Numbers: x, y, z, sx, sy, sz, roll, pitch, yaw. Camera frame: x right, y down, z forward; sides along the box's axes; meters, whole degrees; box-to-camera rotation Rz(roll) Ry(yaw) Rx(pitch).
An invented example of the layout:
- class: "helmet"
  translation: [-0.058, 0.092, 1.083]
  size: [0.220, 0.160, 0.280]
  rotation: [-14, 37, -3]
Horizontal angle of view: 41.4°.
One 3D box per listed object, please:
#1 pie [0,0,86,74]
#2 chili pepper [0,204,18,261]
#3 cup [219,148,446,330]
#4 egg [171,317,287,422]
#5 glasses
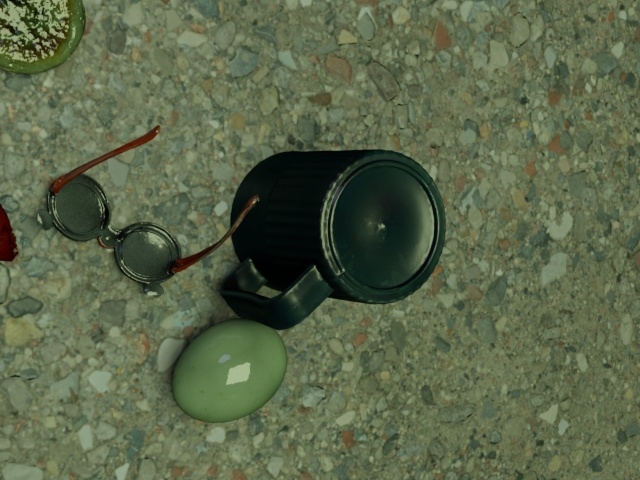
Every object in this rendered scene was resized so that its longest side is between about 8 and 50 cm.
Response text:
- class: "pie"
  translation: [-0.426, -0.329, 1.204]
  size: [0.186, 0.041, 0.187]
  rotation: [-2, 94, -28]
- class: "chili pepper"
  translation: [-0.539, -0.094, 1.107]
  size: [0.387, 0.110, 0.110]
  rotation: [44, 72, -38]
- class: "cup"
  translation: [0.000, -0.019, 1.315]
  size: [0.307, 0.292, 0.242]
  rotation: [-13, 99, -29]
- class: "egg"
  translation: [-0.142, 0.204, 1.329]
  size: [0.192, 0.149, 0.149]
  rotation: [-32, 108, -17]
- class: "glasses"
  translation: [-0.247, -0.037, 1.199]
  size: [0.234, 0.268, 0.118]
  rotation: [38, 56, -23]
